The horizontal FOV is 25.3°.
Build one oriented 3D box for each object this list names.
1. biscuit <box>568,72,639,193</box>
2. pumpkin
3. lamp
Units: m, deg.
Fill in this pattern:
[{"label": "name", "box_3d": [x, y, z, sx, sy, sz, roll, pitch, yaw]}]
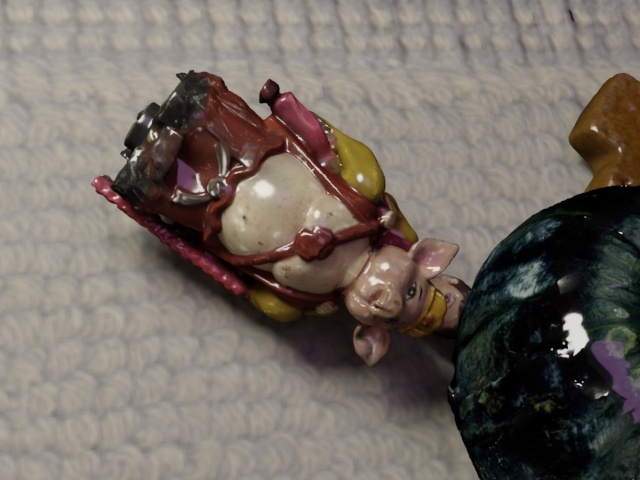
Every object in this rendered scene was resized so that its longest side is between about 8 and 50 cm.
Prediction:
[{"label": "biscuit", "box_3d": [0.302, -0.002, 0.963, 0.301, 0.043, 0.278, 37, 58, 5]}, {"label": "pumpkin", "box_3d": [0.183, 0.078, 0.785, 0.233, 0.163, 0.233, 10, 55, -15]}, {"label": "lamp", "box_3d": [0.000, 0.000, 0.833, 0.253, 0.118, 0.118, 36, 58, -4]}]
